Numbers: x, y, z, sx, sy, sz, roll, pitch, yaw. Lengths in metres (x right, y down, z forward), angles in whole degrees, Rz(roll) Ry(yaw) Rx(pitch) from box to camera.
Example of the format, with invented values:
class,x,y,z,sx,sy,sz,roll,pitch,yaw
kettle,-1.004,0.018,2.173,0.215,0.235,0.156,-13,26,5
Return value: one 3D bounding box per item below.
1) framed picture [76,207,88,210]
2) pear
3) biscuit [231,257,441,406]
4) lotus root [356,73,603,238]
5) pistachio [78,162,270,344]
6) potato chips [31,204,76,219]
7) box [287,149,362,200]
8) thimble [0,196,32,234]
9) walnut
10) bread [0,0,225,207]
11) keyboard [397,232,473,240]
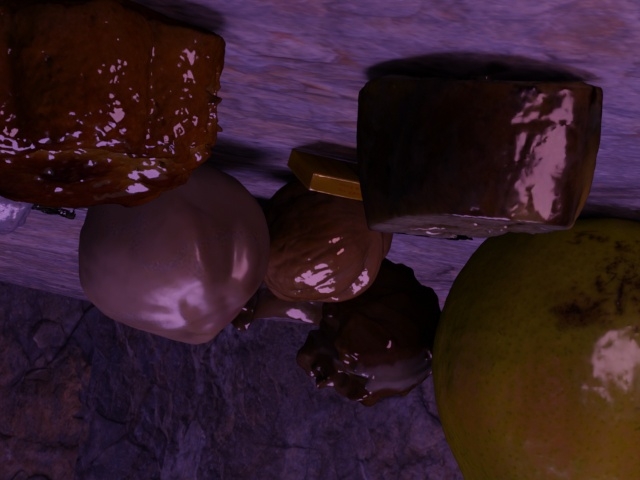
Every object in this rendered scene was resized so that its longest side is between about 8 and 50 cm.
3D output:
class,x,y,z,sx,sy,sz,roll,pitch,yaw
framed picture,-0.239,-0.051,2.250,0.216,0.016,0.273,9,173,-3
pear,0.301,0.163,1.925,0.391,0.391,0.391,8,173,1
biscuit,0.005,0.077,2.103,0.366,0.115,0.268,29,-153,31
lotus root,0.106,-0.066,1.311,0.138,0.119,0.235,6,176,-28
pistachio,-0.171,-0.001,1.841,0.208,0.226,0.332,-23,-165,-12
potato chips,-0.448,-0.057,2.337,0.220,0.029,0.202,13,-179,-26
box,0.050,-0.058,1.717,0.155,0.023,0.087,11,-167,-19
thimble,-0.355,-0.074,1.741,0.118,0.127,0.151,13,177,-25
walnut,0.000,0.000,1.901,0.167,0.149,0.166,-24,-173,3
bread,-0.181,-0.109,1.240,0.232,0.135,0.247,-8,165,19
keyboard,0.075,-0.021,2.115,0.231,0.023,0.072,6,180,23
